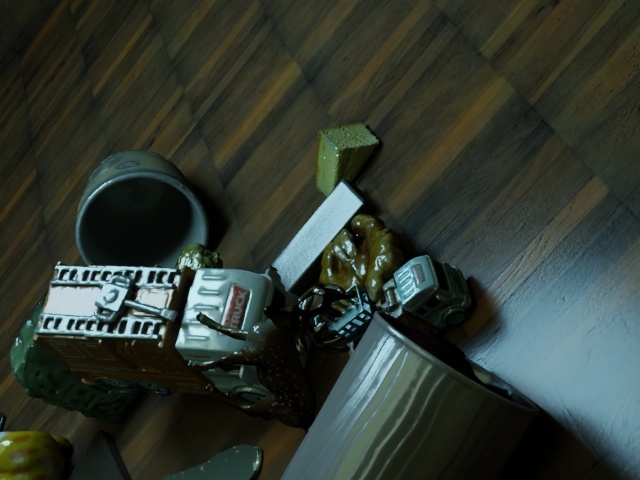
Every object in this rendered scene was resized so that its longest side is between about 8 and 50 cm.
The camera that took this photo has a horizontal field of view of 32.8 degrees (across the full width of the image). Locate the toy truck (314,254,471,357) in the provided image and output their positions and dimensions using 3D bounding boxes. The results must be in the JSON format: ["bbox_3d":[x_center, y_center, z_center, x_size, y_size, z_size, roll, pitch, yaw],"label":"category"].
[{"bbox_3d":[0.094,0.090,1.383,0.177,0.115,0.080,-41,38,25],"label":"toy truck"}]

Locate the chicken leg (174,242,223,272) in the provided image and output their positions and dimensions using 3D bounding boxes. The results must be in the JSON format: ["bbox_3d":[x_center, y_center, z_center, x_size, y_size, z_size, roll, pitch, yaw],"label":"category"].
[{"bbox_3d":[-0.202,0.119,1.777,0.088,0.103,0.228,4,-86,-81],"label":"chicken leg"}]

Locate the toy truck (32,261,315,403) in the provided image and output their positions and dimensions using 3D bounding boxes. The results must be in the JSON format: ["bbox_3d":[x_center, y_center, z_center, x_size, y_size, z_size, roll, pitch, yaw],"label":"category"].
[{"bbox_3d":[-0.218,0.125,1.599,0.387,0.207,0.173,0,64,26],"label":"toy truck"}]

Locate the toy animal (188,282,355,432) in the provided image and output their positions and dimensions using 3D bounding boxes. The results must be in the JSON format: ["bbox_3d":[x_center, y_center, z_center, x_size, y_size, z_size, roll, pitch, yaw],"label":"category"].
[{"bbox_3d":[-0.045,0.145,1.364,0.259,0.244,0.087,-1,43,31],"label":"toy animal"}]

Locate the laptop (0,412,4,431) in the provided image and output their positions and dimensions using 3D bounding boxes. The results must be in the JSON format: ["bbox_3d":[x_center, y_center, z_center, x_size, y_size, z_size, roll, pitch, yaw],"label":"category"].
[{"bbox_3d":[-0.706,0.460,2.250,0.135,0.016,0.197,-23,50,41],"label":"laptop"}]

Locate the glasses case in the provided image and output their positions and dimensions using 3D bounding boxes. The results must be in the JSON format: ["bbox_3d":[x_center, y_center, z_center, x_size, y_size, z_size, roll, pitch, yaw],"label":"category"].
[{"bbox_3d":[0.001,-0.001,1.638,0.191,0.042,0.072,-50,42,16],"label":"glasses case"}]

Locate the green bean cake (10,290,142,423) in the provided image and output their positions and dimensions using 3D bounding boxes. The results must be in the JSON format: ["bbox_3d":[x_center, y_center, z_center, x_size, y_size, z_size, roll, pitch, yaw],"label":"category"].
[{"bbox_3d":[-0.395,0.186,1.852,0.223,0.227,0.125,-52,33,12],"label":"green bean cake"}]

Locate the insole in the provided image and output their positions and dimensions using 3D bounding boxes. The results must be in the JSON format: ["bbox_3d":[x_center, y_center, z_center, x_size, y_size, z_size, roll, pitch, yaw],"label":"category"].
[{"bbox_3d":[-0.171,0.360,1.623,0.247,0.011,0.081,-27,45,39],"label":"insole"}]

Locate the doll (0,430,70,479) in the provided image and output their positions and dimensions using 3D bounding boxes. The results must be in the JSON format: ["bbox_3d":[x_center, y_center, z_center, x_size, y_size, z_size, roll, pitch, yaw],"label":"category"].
[{"bbox_3d":[-0.530,0.454,1.885,0.166,0.162,0.270,-31,44,55],"label":"doll"}]

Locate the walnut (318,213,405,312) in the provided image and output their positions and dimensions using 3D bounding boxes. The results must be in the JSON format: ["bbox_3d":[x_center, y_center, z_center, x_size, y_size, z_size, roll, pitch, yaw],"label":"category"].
[{"bbox_3d":[0.063,0.041,1.501,0.143,0.069,0.170,-44,33,20],"label":"walnut"}]

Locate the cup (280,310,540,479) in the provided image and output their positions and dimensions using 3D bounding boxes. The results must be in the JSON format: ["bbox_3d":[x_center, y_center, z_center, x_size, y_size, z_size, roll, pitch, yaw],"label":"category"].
[{"bbox_3d":[0.074,0.227,1.227,0.273,0.208,0.288,-60,35,3],"label":"cup"}]

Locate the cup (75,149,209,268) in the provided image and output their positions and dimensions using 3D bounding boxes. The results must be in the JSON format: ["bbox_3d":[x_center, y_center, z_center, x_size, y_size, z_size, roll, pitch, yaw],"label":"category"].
[{"bbox_3d":[-0.329,-0.022,1.983,0.257,0.227,0.301,-115,30,-65],"label":"cup"}]

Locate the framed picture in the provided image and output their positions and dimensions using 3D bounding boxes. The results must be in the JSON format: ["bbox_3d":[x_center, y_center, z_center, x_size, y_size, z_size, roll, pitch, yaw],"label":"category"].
[{"bbox_3d":[-0.377,0.418,1.840,0.128,0.023,0.168,-57,34,7],"label":"framed picture"}]

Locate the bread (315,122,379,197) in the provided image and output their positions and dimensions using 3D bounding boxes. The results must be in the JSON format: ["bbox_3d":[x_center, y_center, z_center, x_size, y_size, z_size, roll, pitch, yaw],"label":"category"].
[{"bbox_3d":[0.042,-0.116,1.692,0.084,0.080,0.109,-130,38,-55],"label":"bread"}]
